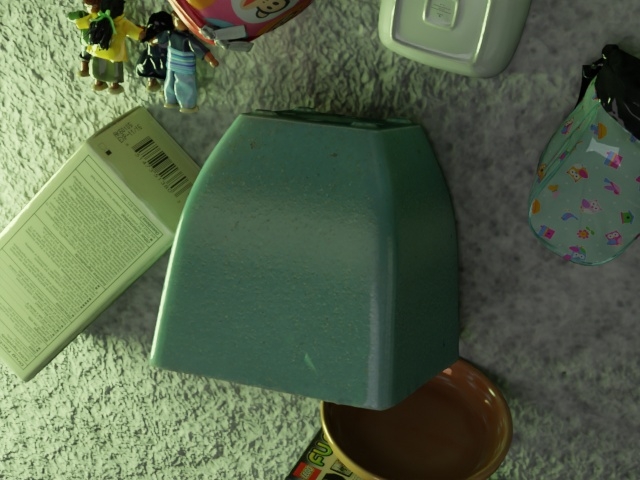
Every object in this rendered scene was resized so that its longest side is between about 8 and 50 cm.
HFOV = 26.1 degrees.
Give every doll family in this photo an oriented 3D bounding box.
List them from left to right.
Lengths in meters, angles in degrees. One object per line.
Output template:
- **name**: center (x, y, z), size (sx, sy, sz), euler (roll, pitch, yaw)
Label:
- **doll family**: center (-0.188, -0.205, 1.440), size (0.193, 0.076, 0.111), euler (13, 115, 12)

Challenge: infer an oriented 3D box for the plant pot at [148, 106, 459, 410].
- **plant pot**: center (0.000, 0.000, 1.362), size (0.247, 0.248, 0.252), euler (8, 99, 21)

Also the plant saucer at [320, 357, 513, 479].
- **plant saucer**: center (0.098, 0.191, 1.431), size (0.200, 0.200, 0.037), euler (20, 132, 14)

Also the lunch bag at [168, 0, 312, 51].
- **lunch bag**: center (-0.107, -0.319, 1.232), size (0.120, 0.258, 0.293), euler (-32, 98, 32)

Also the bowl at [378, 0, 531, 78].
- **bowl**: center (0.122, -0.224, 1.301), size (0.142, 0.053, 0.142), euler (19, 121, 13)

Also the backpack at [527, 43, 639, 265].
- **backpack**: center (0.266, -0.067, 1.276), size (0.152, 0.115, 0.182), euler (37, 126, 1)

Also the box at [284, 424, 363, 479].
- **box**: center (0.051, 0.225, 1.459), size (0.114, 0.207, 0.036), euler (20, 122, 15)

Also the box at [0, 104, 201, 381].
- **box**: center (-0.269, 0.008, 1.547), size (0.148, 0.121, 0.311), euler (48, 123, -4)
